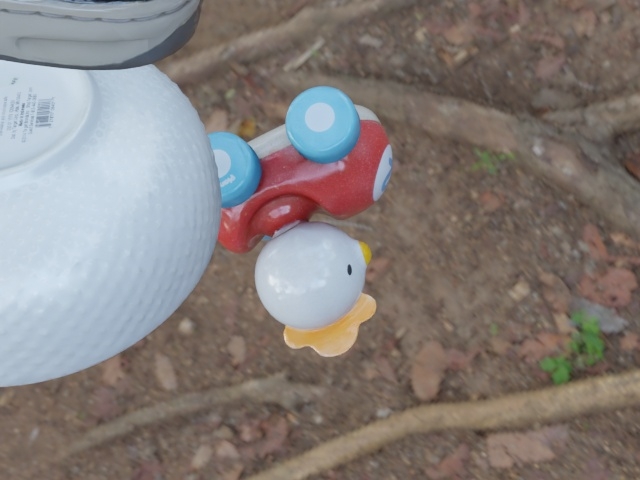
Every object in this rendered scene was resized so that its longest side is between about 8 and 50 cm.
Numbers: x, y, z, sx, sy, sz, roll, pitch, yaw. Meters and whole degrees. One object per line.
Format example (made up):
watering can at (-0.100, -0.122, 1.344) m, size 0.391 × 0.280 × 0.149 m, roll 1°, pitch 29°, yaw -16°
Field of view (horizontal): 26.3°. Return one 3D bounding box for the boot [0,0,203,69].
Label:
boot at (-0.192, -0.210, 0.488) m, size 0.284 × 0.377 × 0.138 m, roll 118°, pitch 154°, yaw -45°

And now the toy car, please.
toy car at (0.000, 0.000, 1.407) m, size 0.210 × 0.219 × 0.238 m, roll -24°, pitch 76°, yaw 5°

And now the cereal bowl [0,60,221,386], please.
cereal bowl at (-0.251, -0.057, 1.101) m, size 0.339 × 0.141 × 0.339 m, roll -2°, pitch 47°, yaw 2°
